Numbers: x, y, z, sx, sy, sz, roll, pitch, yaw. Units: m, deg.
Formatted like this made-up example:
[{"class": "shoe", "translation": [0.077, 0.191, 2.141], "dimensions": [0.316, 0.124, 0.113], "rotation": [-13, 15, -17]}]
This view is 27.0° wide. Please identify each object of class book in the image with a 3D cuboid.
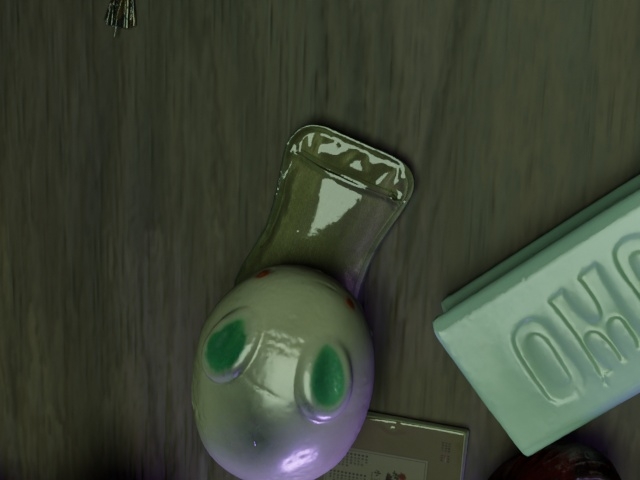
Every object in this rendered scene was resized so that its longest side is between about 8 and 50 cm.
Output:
[{"class": "book", "translation": [0.045, 0.238, 1.356], "dimensions": [0.199, 0.016, 0.138], "rotation": [8, 107, 13]}]

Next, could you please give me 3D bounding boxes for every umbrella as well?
[{"class": "umbrella", "translation": [-0.190, -0.234, 1.283], "dimensions": [0.031, 0.020, 0.083], "rotation": [16, 104, 9]}]

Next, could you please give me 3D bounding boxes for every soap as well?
[{"class": "soap", "translation": [0.254, 0.061, 1.212], "dimensions": [0.265, 0.087, 0.159], "rotation": [-34, 95, 21]}]

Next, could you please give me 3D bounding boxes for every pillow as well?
[{"class": "pillow", "translation": [0.000, 0.000, 1.290], "dimensions": [0.130, 0.033, 0.217], "rotation": [23, 112, 2]}]

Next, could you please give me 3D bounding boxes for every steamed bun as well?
[{"class": "steamed bun", "translation": [-0.041, 0.136, 1.263], "dimensions": [0.177, 0.130, 0.228], "rotation": [22, 118, 7]}]

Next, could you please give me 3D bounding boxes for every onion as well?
[{"class": "onion", "translation": [0.191, 0.263, 1.277], "dimensions": [0.151, 0.098, 0.206], "rotation": [38, 107, -25]}]
